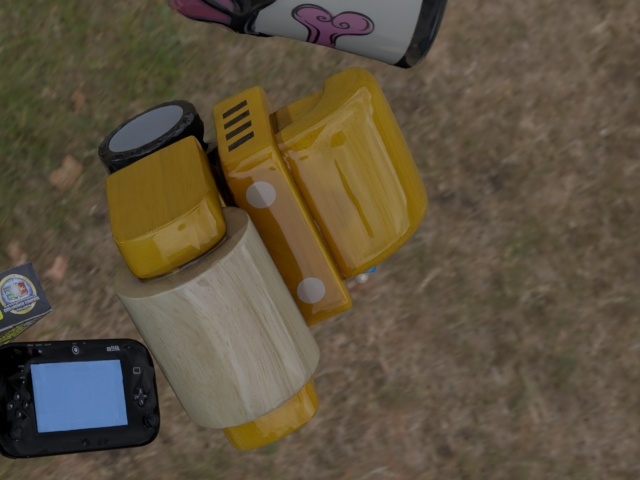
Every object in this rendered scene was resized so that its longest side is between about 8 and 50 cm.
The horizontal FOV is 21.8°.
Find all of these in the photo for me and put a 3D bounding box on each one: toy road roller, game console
[{"bbox_3d":[-0.033,-0.014,1.346,0.240,0.329,0.202,-25,115,5],"label":"toy road roller"},{"bbox_3d":[-0.279,0.128,1.474,0.361,0.044,0.213,2,86,-50],"label":"game console"}]

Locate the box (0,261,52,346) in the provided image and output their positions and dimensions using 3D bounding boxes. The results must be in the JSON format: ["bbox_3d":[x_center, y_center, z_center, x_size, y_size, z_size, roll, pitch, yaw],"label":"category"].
[{"bbox_3d":[-0.430,0.121,1.731,0.216,0.270,0.060,-23,84,-37],"label":"box"}]

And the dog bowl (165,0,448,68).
[{"bbox_3d":[-0.022,-0.301,0.946,0.150,0.408,0.408,-2,74,-7],"label":"dog bowl"}]

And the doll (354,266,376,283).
[{"bbox_3d":[0.000,0.000,1.740,0.129,0.189,0.046,50,28,-21],"label":"doll"}]
